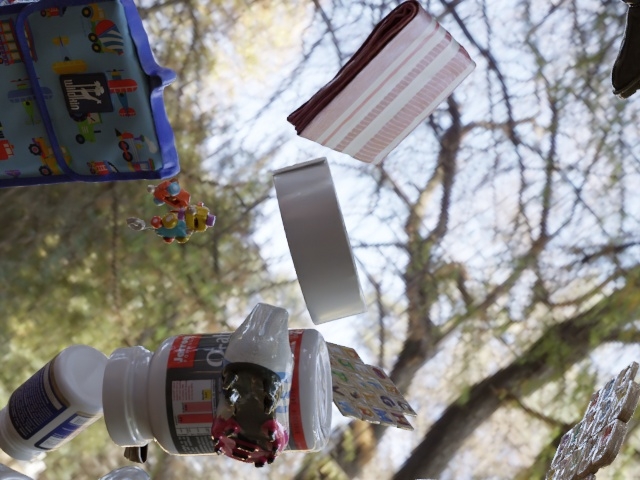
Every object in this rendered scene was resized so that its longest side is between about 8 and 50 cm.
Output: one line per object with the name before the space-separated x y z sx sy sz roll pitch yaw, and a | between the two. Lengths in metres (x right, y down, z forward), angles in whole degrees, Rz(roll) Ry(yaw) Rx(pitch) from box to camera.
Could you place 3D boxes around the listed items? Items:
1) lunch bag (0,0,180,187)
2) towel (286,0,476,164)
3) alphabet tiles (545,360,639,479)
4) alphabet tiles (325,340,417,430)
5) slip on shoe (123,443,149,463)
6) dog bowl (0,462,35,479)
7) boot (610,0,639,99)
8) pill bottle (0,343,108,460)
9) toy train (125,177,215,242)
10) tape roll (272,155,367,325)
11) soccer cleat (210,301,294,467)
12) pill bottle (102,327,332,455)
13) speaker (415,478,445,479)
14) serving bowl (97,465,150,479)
lunch bag | -0.284 -0.183 1.225 0.293 0.138 0.221 3 -64 32
towel | 0.100 -0.219 1.512 0.037 0.237 0.329 51 14 17
alphabet tiles | 0.413 0.322 1.617 0.021 0.278 0.284 29 -30 5
alphabet tiles | 0.064 0.313 2.333 0.342 0.011 0.285 20 21 -42
slip on shoe | -0.343 0.370 1.989 0.041 0.051 0.135 27 -65 20
dog bowl | -0.714 0.653 2.247 0.102 0.349 0.349 -1 -53 27
boot | 0.298 -0.277 1.104 0.208 0.076 0.190 30 -68 -5
pill bottle | -0.540 0.335 2.109 0.264 0.153 0.153 -37 -91 29
toy train | -0.234 -0.052 1.638 0.125 0.046 0.166 26 -31 -23
tape roll | 0.000 0.000 1.809 0.286 0.100 0.286 -15 90 -87
soccer cleat | -0.085 0.212 1.492 0.116 0.143 0.331 16 -35 2
pill bottle | -0.171 0.261 1.775 0.210 0.362 0.210 -4 90 -81
speaker | 0.307 0.533 2.007 0.296 0.131 0.131 2 -42 10
serving bowl | -0.211 0.248 1.030 0.027 0.083 0.083 56 -23 3
